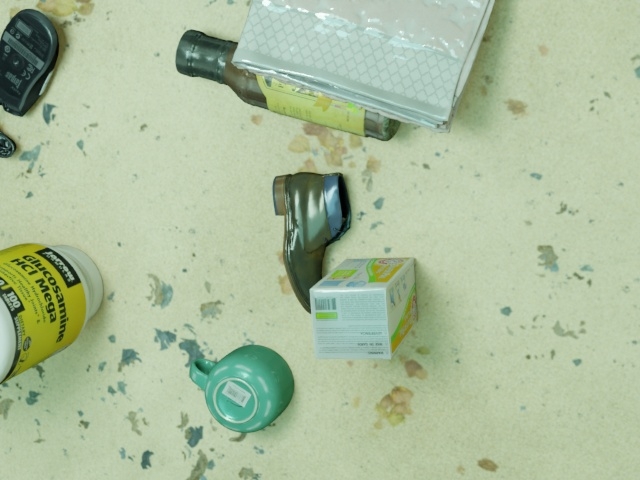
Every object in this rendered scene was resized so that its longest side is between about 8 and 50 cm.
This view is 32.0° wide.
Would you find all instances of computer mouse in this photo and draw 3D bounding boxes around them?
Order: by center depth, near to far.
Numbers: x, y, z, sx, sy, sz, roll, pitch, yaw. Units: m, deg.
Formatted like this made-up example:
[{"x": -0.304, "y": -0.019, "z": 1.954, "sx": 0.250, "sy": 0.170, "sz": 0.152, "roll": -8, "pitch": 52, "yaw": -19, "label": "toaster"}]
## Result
[{"x": -0.521, "y": -0.282, "z": 1.816, "sx": 0.184, "sy": 0.060, "sz": 0.262, "roll": 35, "pitch": 116, "yaw": 10, "label": "computer mouse"}]

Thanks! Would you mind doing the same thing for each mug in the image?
[{"x": -0.130, "y": 0.242, "z": 1.772, "sx": 0.157, "sy": 0.097, "sz": 0.129, "roll": -15, "pitch": 96, "yaw": 19, "label": "mug"}]

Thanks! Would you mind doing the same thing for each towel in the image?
[{"x": 0.072, "y": -0.343, "z": 1.549, "sx": 0.332, "sy": 0.053, "sz": 0.317, "roll": 17, "pitch": 84, "yaw": 5, "label": "towel"}]

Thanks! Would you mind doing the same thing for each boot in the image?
[{"x": 0.000, "y": 0.000, "z": 1.692, "sx": 0.106, "sy": 0.082, "sz": 0.219, "roll": -11, "pitch": 95, "yaw": 22, "label": "boot"}]

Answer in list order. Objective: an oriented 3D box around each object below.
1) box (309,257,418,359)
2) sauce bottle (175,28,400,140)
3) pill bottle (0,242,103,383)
[{"x": 0.068, "y": 0.095, "z": 1.624, "sx": 0.114, "sy": 0.203, "sz": 0.103, "roll": -2, "pitch": 101, "yaw": 16, "label": "box"}, {"x": -0.047, "y": -0.237, "z": 1.643, "sx": 0.344, "sy": 0.111, "sz": 0.111, "roll": 15, "pitch": 105, "yaw": 13, "label": "sauce bottle"}, {"x": -0.477, "y": 0.107, "z": 1.728, "sx": 0.188, "sy": 0.334, "sz": 0.188, "roll": 4, "pitch": 102, "yaw": 17, "label": "pill bottle"}]
